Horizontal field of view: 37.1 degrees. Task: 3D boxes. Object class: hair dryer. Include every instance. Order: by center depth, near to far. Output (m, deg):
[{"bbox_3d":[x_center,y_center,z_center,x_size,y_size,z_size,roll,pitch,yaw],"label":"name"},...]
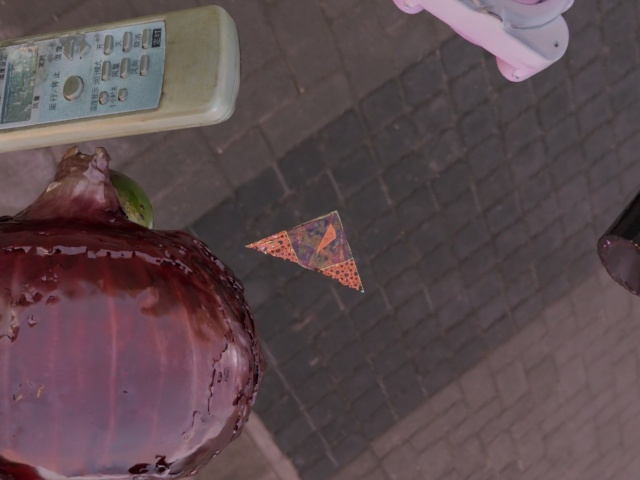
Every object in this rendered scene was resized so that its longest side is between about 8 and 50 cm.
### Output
[{"bbox_3d":[0.312,-0.037,0.738,0.114,0.070,0.248,-46,177,-19],"label":"hair dryer"}]

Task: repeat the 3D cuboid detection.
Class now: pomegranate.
[{"bbox_3d":[-0.241,-0.015,1.039,0.130,0.130,0.130,-21,132,-25],"label":"pomegranate"}]

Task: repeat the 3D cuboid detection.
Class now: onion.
[{"bbox_3d":[-0.155,0.051,0.599,0.252,0.252,0.219,18,79,-44],"label":"onion"}]

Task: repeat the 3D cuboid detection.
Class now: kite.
[{"bbox_3d":[0.000,0.000,1.581,0.222,0.008,0.125,21,113,-14],"label":"kite"}]

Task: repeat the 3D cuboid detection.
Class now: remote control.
[{"bbox_3d":[-0.177,-0.128,0.768,0.233,0.098,0.038,-5,159,17],"label":"remote control"}]

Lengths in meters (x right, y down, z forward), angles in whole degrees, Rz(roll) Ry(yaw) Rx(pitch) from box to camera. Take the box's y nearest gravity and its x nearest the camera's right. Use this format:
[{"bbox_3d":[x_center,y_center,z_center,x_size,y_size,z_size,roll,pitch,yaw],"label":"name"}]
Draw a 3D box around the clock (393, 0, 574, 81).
[{"bbox_3d":[0.211,-0.339,1.136,0.227,0.090,0.248,28,64,-20],"label":"clock"}]
